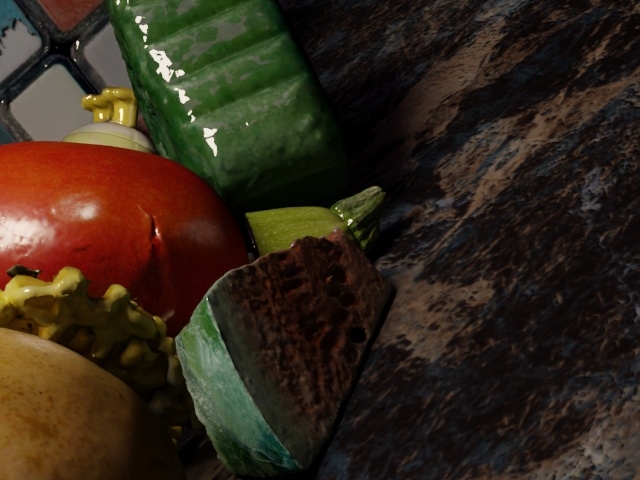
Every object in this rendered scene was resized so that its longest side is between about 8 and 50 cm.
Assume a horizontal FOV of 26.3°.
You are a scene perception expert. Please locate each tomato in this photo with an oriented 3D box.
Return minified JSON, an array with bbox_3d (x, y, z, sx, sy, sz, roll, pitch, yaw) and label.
[{"bbox_3d":[-0.212,0.029,1.200,0.298,0.298,0.226,-28,51,17],"label":"tomato"}]

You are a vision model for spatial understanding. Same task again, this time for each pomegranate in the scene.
[{"bbox_3d":[-0.239,0.192,0.905,0.319,0.319,0.319,-29,24,15],"label":"pomegranate"}]

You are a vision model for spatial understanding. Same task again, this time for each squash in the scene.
[{"bbox_3d":[0.006,0.005,1.244,0.132,0.105,0.105,-19,23,-4],"label":"squash"}]

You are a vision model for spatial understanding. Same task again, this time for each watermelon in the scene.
[{"bbox_3d":[-0.020,0.068,1.110,0.094,0.154,0.241,-16,16,39],"label":"watermelon"}]

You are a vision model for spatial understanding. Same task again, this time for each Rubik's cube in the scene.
[{"bbox_3d":[-0.321,-0.239,1.792,0.359,0.363,0.362,-49,26,-21],"label":"Rubik's cube"}]

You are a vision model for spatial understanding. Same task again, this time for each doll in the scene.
[{"bbox_3d":[-0.265,-0.031,1.547,0.141,0.117,0.296,-7,58,46],"label":"doll"}]

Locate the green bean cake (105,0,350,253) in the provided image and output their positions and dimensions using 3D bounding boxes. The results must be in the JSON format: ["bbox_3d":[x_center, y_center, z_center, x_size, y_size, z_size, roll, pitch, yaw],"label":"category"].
[{"bbox_3d":[-0.090,-0.128,1.413,0.169,0.300,0.308,-24,64,-6],"label":"green bean cake"}]

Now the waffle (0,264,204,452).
[{"bbox_3d":[-0.232,0.120,1.080,0.262,0.280,0.060,-13,49,5],"label":"waffle"}]
